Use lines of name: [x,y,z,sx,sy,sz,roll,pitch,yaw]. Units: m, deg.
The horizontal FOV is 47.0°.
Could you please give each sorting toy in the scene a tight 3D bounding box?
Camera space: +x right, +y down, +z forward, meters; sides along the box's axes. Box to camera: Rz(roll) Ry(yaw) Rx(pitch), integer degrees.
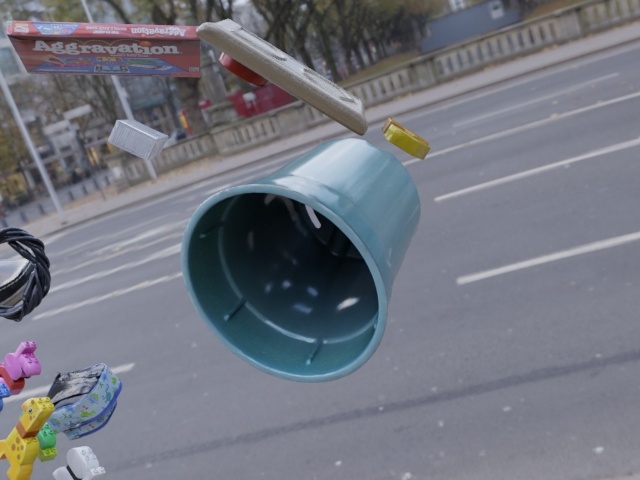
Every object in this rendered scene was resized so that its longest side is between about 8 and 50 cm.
sorting toy: [-0.001,-0.172,0.896,0.041,0.307,0.229,-58,8,14]

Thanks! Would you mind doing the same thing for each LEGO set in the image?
LEGO set: [-0.336,0.202,0.862,0.093,0.227,0.087,-52,-26,16]

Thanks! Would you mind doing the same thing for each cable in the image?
cable: [-0.588,0.066,1.400,0.151,0.184,0.047,-13,14,-9]

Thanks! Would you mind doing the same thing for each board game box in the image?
board game box: [-0.333,-0.301,1.172,0.282,0.027,0.145,-1,-12,-9]

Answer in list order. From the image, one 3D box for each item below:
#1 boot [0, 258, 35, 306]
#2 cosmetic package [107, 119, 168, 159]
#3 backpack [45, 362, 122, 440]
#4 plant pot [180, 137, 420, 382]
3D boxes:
boot: [-0.784,0.031,1.491,0.378,0.284,0.138,-9,35,22]
cosmetic package: [-0.431,-0.242,1.758,0.060,0.099,0.239,-62,9,6]
backpack: [-0.367,0.249,1.151,0.114,0.084,0.105,-23,27,21]
plant pot: [0.000,0.000,1.232,0.341,0.341,0.334,-12,21,30]
